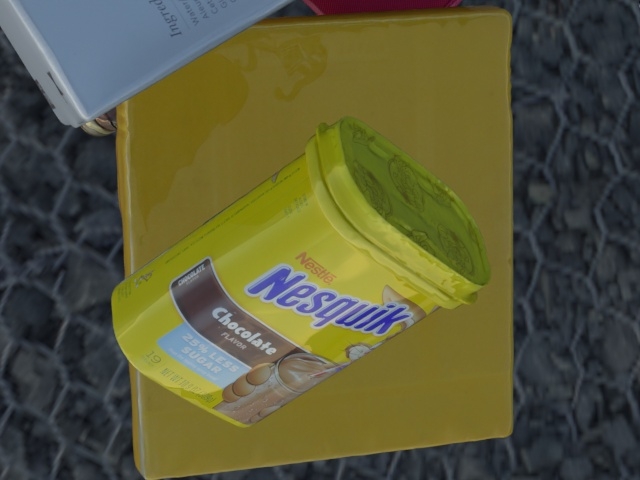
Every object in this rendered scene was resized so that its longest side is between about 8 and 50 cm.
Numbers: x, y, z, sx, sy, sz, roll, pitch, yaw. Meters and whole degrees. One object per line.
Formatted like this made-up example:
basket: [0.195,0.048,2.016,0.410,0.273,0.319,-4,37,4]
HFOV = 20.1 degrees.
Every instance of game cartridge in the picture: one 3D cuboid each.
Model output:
game cartridge: [0.000,0.000,1.295,0.285,0.053,0.323,-5,103,-15]

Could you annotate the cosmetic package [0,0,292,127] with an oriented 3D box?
cosmetic package: [-0.098,-0.172,0.998,0.184,0.151,0.151,-32,98,-9]

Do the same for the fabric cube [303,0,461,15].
fabric cube: [0.006,-0.331,1.322,0.254,0.259,0.258,-46,133,6]

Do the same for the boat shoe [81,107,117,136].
boat shoe: [-0.160,-0.170,1.380,0.060,0.064,0.178,-4,97,31]

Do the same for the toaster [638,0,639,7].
toaster: [0.229,-0.093,0.760,0.110,0.185,0.168,-33,96,27]

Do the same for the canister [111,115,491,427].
canister: [-0.013,0.023,0.972,0.170,0.073,0.126,-34,134,25]
